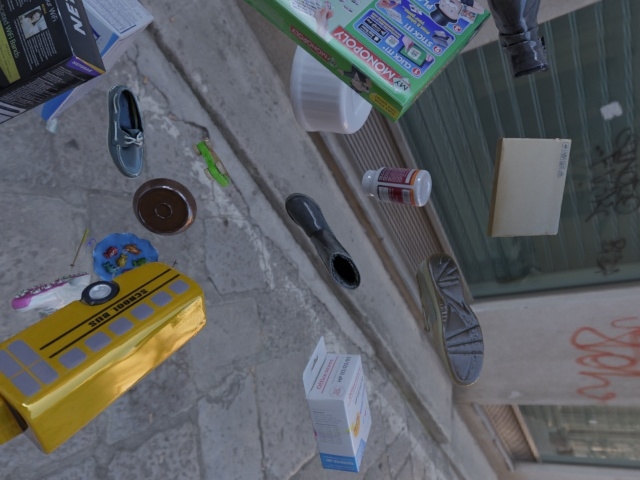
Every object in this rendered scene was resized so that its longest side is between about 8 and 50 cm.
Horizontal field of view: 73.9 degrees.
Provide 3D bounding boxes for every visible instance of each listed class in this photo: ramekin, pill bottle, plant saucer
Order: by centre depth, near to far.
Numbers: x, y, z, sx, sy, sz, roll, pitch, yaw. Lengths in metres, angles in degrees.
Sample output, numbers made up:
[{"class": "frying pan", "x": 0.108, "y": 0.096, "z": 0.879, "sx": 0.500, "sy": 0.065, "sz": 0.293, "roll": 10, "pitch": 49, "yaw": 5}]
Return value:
[{"class": "pill bottle", "x": 0.180, "y": -0.132, "z": 1.021, "sx": 0.086, "sy": 0.152, "sz": 0.086, "roll": -23, "pitch": 118, "yaw": -50}, {"class": "ramekin", "x": 0.048, "y": -0.406, "z": 1.084, "sx": 0.277, "sy": 0.135, "sz": 0.277, "roll": -51, "pitch": 151, "yaw": -43}, {"class": "plant saucer", "x": -0.421, "y": -0.084, "z": 1.147, "sx": 0.029, "sy": 0.168, "sz": 0.168, "roll": -110, "pitch": 173, "yaw": -63}]

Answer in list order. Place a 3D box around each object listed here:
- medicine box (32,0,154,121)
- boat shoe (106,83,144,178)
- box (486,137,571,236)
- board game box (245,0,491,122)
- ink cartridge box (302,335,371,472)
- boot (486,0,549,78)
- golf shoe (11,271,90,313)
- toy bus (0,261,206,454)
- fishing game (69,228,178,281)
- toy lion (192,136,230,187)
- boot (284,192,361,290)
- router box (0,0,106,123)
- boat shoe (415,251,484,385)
[{"class": "medicine box", "x": -0.547, "y": -0.447, "z": 0.958, "sx": 0.149, "sy": 0.263, "sz": 0.289, "roll": 43, "pitch": 20, "yaw": -28}, {"class": "boat shoe", "x": -0.665, "y": -0.368, "z": 1.461, "sx": 0.116, "sy": 0.099, "sz": 0.320, "roll": -13, "pitch": 110, "yaw": -39}, {"class": "box", "x": 0.429, "y": -0.109, "z": 0.878, "sx": 0.021, "sy": 0.164, "sz": 0.201, "roll": -134, "pitch": -137, "yaw": -71}, {"class": "board game box", "x": 0.050, "y": -0.340, "z": 0.593, "sx": 0.317, "sy": 0.046, "sz": 0.213, "roll": 41, "pitch": 74, "yaw": 4}, {"class": "ink cartridge box", "x": 0.030, "y": 0.252, "z": 0.664, "sx": 0.104, "sy": 0.061, "sz": 0.181, "roll": -54, "pitch": 137, "yaw": -60}, {"class": "boot", "x": 0.406, "y": -0.467, "z": 0.874, "sx": 0.338, "sy": 0.118, "sz": 0.223, "roll": -52, "pitch": 123, "yaw": -41}, {"class": "golf shoe", "x": -0.822, "y": 0.190, "z": 1.338, "sx": 0.306, "sy": 0.115, "sz": 0.140, "roll": -49, "pitch": 129, "yaw": -81}, {"class": "toy bus", "x": -0.323, "y": 0.160, "z": 0.580, "sx": 0.332, "sy": 0.130, "sz": 0.108, "roll": -40, "pitch": 148, "yaw": -45}, {"class": "fishing game", "x": -0.559, "y": 0.063, "z": 1.226, "sx": 0.264, "sy": 0.189, "sz": 0.041, "roll": 27, "pitch": 18, "yaw": -27}, {"class": "toy lion", "x": -0.194, "y": -0.138, "z": 0.793, "sx": 0.100, "sy": 0.034, "sz": 0.096, "roll": 60, "pitch": 1, "yaw": 26}, {"class": "boot", "x": 0.001, "y": -0.002, "z": 0.921, "sx": 0.189, "sy": 0.076, "sz": 0.208, "roll": 46, "pitch": 12, "yaw": -23}, {"class": "router box", "x": -0.538, "y": -0.393, "z": 0.727, "sx": 0.081, "sy": 0.242, "sz": 0.309, "roll": -12, "pitch": 83, "yaw": -79}, {"class": "boat shoe", "x": 0.292, "y": 0.184, "z": 0.998, "sx": 0.109, "sy": 0.098, "sz": 0.302, "roll": -4, "pitch": 70, "yaw": -20}]
